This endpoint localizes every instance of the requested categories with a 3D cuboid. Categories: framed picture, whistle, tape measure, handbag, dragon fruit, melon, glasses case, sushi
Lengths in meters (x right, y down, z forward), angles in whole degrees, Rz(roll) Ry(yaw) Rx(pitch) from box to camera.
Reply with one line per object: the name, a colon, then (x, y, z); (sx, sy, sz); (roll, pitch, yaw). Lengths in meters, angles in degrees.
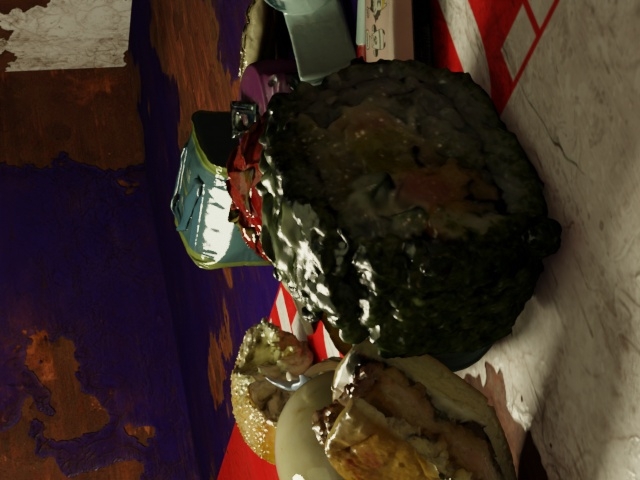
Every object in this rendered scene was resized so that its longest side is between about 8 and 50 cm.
framed picture: (-0.047, 0.049, 2.128); (0.265, 0.018, 0.192); (74, -176, -70)
whistle: (-0.027, -0.400, 1.827); (0.163, 0.164, 0.289); (113, 147, -59)
tape measure: (-0.068, -0.199, 2.030); (0.245, 0.149, 0.231); (-161, 67, -71)
handbag: (-0.170, -0.100, 2.292); (0.263, 0.222, 0.241); (-115, 30, -54)
dragon fruit: (-0.022, -0.094, 1.756); (0.298, 0.244, 0.244); (-64, 29, 25)
melon: (0.051, 0.314, 1.650); (0.317, 0.223, 0.223); (-131, 39, -59)
glasses case: (0.104, -0.249, 1.553); (0.122, 0.075, 0.314); (-154, 61, -75)
sushi: (0.081, -0.045, 1.317); (0.178, 0.294, 0.352); (97, 157, -46)

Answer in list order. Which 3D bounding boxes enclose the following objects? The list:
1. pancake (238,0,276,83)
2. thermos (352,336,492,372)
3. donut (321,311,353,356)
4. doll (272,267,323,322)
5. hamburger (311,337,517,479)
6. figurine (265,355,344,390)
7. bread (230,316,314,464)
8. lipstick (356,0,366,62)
pancake: (-0.111, -0.396, 2.176); (0.282, 0.049, 0.282); (6, -90, -89)
thermos: (0.105, 0.128, 1.510); (0.145, 0.182, 0.286); (44, 159, 0)
donut: (0.044, 0.111, 1.793); (0.190, 0.075, 0.174); (60, -175, -37)
doll: (0.048, 0.007, 1.571); (0.143, 0.234, 0.135); (49, 159, 23)
hamburger: (0.113, 0.243, 1.330); (0.155, 0.245, 0.282); (-61, -32, -46)
figurine: (0.011, 0.271, 1.868); (0.128, 0.208, 0.183); (-13, 51, 51)
bread: (-0.083, 0.310, 2.207); (0.314, 0.171, 0.192); (-112, 27, -46)
lipstick: (0.073, -0.369, 1.634); (0.061, 0.068, 0.274); (-142, 50, -60)
